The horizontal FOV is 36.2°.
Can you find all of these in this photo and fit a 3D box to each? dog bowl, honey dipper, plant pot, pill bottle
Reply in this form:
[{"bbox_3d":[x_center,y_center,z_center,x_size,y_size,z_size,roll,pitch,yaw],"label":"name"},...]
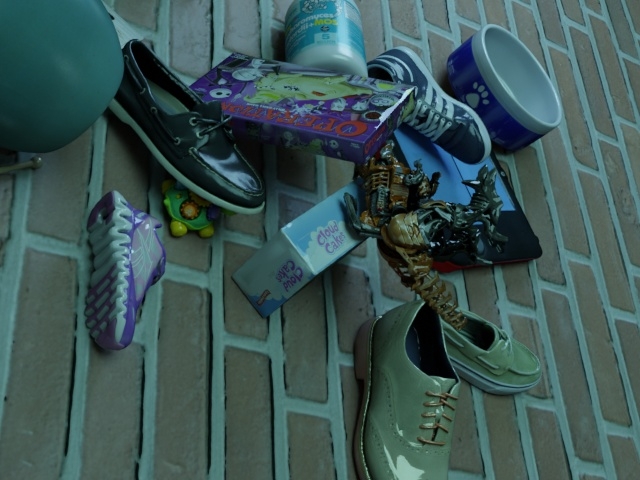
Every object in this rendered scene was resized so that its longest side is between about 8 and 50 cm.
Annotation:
[{"bbox_3d":[0.395,-0.327,2.102,0.265,0.104,0.264,30,41,-30],"label":"dog bowl"},{"bbox_3d":[-0.448,-0.092,1.340,0.161,0.030,0.030,-19,75,-48],"label":"honey dipper"},{"bbox_3d":[-0.409,-0.256,1.310,0.235,0.293,0.293,45,38,-39],"label":"plant pot"},{"bbox_3d":[0.007,-0.362,1.798,0.146,0.146,0.264,22,42,-27],"label":"pill bottle"}]

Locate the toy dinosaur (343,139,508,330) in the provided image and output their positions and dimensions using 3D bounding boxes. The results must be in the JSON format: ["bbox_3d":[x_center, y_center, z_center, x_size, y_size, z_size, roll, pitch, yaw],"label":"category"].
[{"bbox_3d":[0.154,-0.015,1.503,0.219,0.164,0.321,-10,84,-18],"label":"toy dinosaur"}]

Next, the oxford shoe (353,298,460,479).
[{"bbox_3d":[0.141,0.271,1.485,0.141,0.146,0.396,13,55,-33],"label":"oxford shoe"}]

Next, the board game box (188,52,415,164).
[{"bbox_3d":[-0.044,-0.220,1.589,0.347,0.056,0.208,14,42,22],"label":"board game box"}]

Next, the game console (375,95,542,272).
[{"bbox_3d":[0.259,-0.123,1.915,0.342,0.060,0.386,-6,67,-41],"label":"game console"}]

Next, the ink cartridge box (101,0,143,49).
[{"bbox_3d":[-0.400,-0.339,1.546,0.181,0.056,0.224,43,25,-7],"label":"ink cartridge box"}]

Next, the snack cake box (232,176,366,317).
[{"bbox_3d":[0.000,0.000,1.551,0.089,0.152,0.264,52,44,2],"label":"snack cake box"}]

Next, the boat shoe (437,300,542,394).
[{"bbox_3d":[0.280,0.188,1.693,0.302,0.094,0.109,20,51,-28],"label":"boat shoe"}]

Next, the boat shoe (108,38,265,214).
[{"bbox_3d":[-0.197,-0.181,1.486,0.340,0.113,0.127,45,30,18],"label":"boat shoe"}]

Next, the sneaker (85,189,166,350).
[{"bbox_3d":[-0.261,0.044,1.358,0.105,0.095,0.236,22,49,-37],"label":"sneaker"}]

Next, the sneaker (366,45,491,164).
[{"bbox_3d":[0.187,-0.237,1.819,0.282,0.099,0.153,49,36,9],"label":"sneaker"}]

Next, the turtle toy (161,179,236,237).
[{"bbox_3d":[-0.181,-0.058,1.505,0.130,0.066,0.095,2,61,-38],"label":"turtle toy"}]
